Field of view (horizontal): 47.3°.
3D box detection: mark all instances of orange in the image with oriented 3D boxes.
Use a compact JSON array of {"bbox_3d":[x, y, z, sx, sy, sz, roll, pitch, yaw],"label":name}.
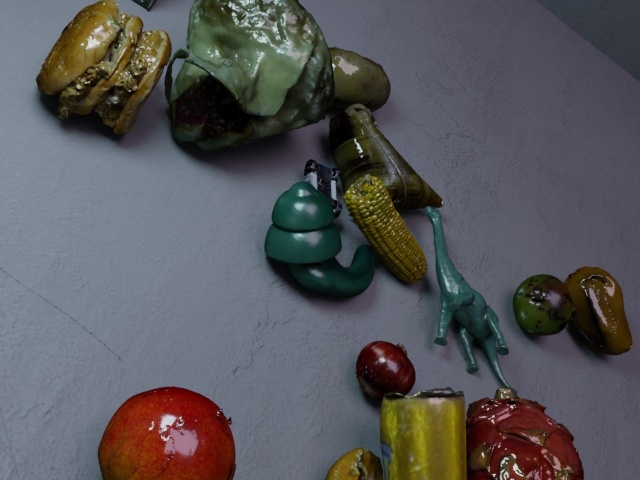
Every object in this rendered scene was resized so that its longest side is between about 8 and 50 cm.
[{"bbox_3d":[0.058,0.455,1.307,0.112,0.170,0.160,-11,67,6],"label":"orange"}]

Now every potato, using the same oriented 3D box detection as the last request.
[{"bbox_3d":[0.078,-0.410,1.885,0.262,0.165,0.165,3,59,-36],"label":"potato"}]

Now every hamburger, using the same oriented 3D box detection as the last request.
[{"bbox_3d":[-0.423,-0.338,1.449,0.211,0.245,0.261,32,85,-24],"label":"hamburger"}]

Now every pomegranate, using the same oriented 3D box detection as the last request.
[{"bbox_3d":[0.583,0.166,1.856,0.220,0.156,0.156,8,56,-36],"label":"pomegranate"},{"bbox_3d":[-0.240,0.341,1.126,0.210,0.210,0.235,32,87,-13],"label":"pomegranate"}]

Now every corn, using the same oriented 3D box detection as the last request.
[{"bbox_3d":[0.154,-0.014,1.654,0.313,0.102,0.102,55,40,-28],"label":"corn"}]

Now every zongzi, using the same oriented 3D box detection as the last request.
[{"bbox_3d":[0.169,-0.192,1.815,0.288,0.134,0.286,-2,68,-36],"label":"zongzi"}]

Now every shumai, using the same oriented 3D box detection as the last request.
[{"bbox_3d":[-0.187,-0.345,1.587,0.395,0.395,0.348,43,67,-3],"label":"shumai"}]

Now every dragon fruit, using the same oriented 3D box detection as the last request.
[{"bbox_3d":[0.373,0.452,1.417,0.277,0.277,0.343,28,42,-17],"label":"dragon fruit"}]

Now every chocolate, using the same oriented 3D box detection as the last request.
[{"bbox_3d":[0.189,0.487,1.294,0.162,0.162,0.446,7,76,-32],"label":"chocolate"}]

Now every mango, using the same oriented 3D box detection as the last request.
[{"bbox_3d":[0.746,0.189,1.954,0.249,0.156,0.151,64,10,15],"label":"mango"}]

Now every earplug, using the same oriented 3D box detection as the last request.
[{"bbox_3d":[0.007,0.001,1.553,0.257,0.280,0.164,-15,27,-13],"label":"earplug"}]

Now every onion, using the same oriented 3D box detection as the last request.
[{"bbox_3d":[0.132,0.263,1.486,0.131,0.131,0.131,18,51,-24],"label":"onion"}]

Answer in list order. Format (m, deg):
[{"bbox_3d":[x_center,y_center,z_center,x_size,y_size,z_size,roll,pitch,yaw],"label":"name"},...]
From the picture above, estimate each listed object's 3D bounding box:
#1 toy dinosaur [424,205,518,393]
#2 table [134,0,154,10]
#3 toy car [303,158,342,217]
[{"bbox_3d":[0.360,0.132,1.750,0.383,0.129,0.331,47,33,-26],"label":"toy dinosaur"},{"bbox_3d":[-0.432,-0.785,1.746,0.272,0.222,0.335,30,47,-14],"label":"table"},{"bbox_3d":[-0.001,-0.104,1.681,0.080,0.070,0.171,18,50,-25],"label":"toy car"}]
